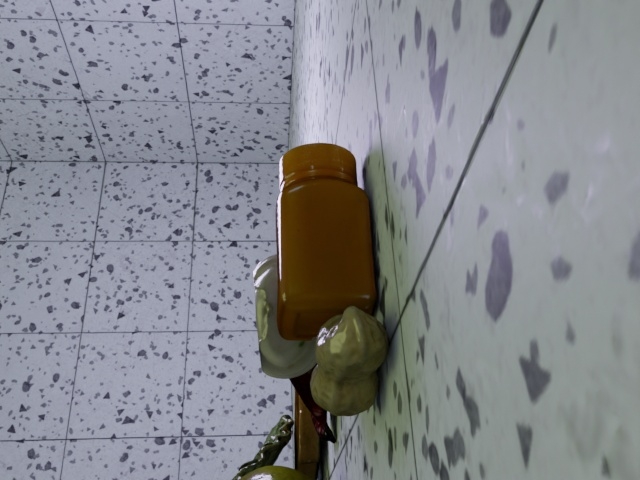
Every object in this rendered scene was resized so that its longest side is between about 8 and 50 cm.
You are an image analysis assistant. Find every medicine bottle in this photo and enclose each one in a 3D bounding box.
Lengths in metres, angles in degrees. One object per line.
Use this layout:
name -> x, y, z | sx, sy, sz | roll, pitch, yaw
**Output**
medicine bottle -> 0.001, 0.000, 0.827 | 0.149, 0.111, 0.222 | 102, 168, -65

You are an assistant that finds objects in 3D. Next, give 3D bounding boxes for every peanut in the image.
peanut -> 0.030, 0.130, 0.710 | 0.187, 0.082, 0.082 | 97, 172, -48

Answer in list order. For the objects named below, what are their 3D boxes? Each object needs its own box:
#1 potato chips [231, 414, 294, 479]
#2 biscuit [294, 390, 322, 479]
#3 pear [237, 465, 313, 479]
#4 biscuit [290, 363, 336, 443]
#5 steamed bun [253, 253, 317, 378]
potato chips -> -0.210, 0.566, 1.523 | 0.429, 0.070, 0.358 | -51, -13, 19
biscuit -> -0.025, 0.395, 1.479 | 0.287, 0.057, 0.344 | -156, 66, -85
pear -> -0.081, 0.504, 1.078 | 0.321, 0.268, 0.269 | 120, 152, -58
biscuit -> -0.034, 0.250, 1.239 | 0.236, 0.063, 0.151 | 64, -174, -6
steamed bun -> -0.042, 0.109, 0.988 | 0.183, 0.106, 0.183 | 176, 90, -87
